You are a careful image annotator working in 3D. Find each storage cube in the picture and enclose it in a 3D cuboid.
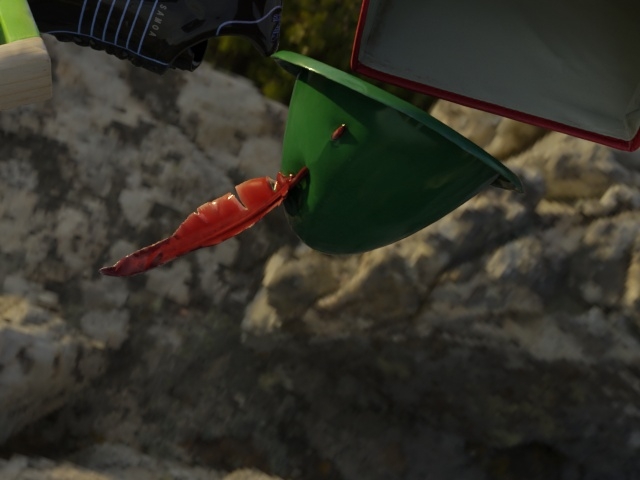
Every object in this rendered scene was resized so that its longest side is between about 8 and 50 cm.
[{"bbox_3d":[0.140,-0.202,0.871,0.214,0.184,0.193,17,59,4],"label":"storage cube"}]

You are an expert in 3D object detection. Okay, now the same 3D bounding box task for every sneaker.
[{"bbox_3d":[-0.141,-0.161,1.037,0.232,0.091,0.081,-6,13,14],"label":"sneaker"}]

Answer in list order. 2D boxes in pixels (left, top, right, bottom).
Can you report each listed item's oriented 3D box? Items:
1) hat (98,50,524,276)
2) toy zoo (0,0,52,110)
[{"bbox_3d":[0.000,0.000,0.893,0.173,0.208,0.184,29,91,-22],"label":"hat"},{"bbox_3d":[-0.258,-0.161,0.673,0.192,0.030,0.293,-15,58,-18],"label":"toy zoo"}]
